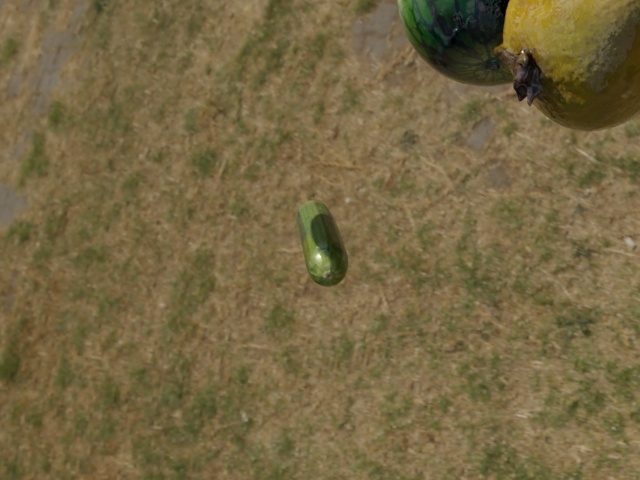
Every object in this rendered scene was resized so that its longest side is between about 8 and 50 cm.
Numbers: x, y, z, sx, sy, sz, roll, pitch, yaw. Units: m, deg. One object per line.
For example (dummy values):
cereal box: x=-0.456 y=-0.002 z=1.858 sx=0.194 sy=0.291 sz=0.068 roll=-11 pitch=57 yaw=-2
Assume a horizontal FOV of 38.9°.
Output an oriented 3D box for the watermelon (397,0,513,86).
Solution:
watermelon: x=0.295 y=-0.437 z=1.534 sx=0.363 sy=0.363 sz=0.363 roll=-17 pitch=65 yaw=40

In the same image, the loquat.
loquat: x=0.334 y=-0.251 z=1.136 sx=0.244 sy=0.244 sz=0.243 roll=-17 pitch=65 yaw=40

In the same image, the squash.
squash: x=0.000 y=0.000 z=1.381 sx=0.066 sy=0.066 sz=0.229 roll=-55 pitch=21 yaw=17
